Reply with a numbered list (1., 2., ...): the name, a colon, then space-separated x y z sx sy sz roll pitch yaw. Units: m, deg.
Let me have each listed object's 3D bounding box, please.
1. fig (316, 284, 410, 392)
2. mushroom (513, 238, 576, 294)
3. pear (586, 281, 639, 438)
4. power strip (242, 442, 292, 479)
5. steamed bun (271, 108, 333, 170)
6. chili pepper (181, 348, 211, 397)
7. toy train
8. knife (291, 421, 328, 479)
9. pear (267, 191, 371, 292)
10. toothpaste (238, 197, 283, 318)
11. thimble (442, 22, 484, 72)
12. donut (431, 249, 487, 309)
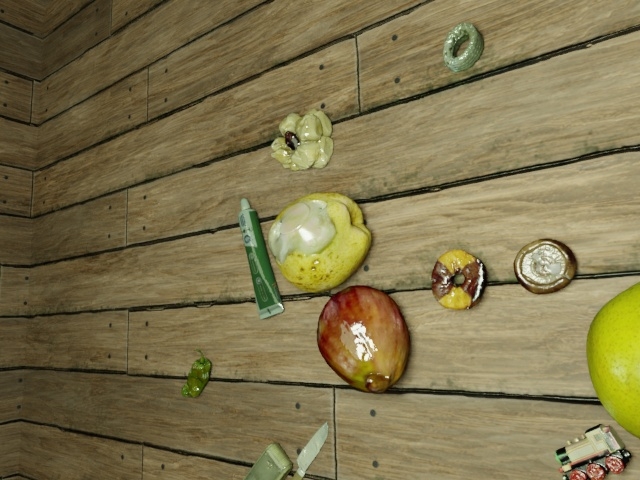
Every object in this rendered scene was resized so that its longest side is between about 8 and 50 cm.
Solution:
1. fig: 0.103 0.242 1.214 0.224 0.224 0.263 -36 68 28
2. mushroom: 0.473 0.056 1.054 0.123 0.052 0.123 -7 76 29
3. pear: 0.589 0.195 0.812 0.294 0.294 0.294 -6 81 36
4. power strip: -0.208 0.758 1.469 0.092 0.066 0.387 44 107 31
5. steamed bun: -0.056 -0.301 1.464 0.178 0.106 0.192 13 90 36
6. chili pepper: -0.397 0.436 1.646 0.072 0.073 0.204 36 118 16
7. toy train: 0.523 0.420 0.971 0.138 0.050 0.087 -41 57 27
8. knife: -0.050 0.624 1.393 0.047 0.017 0.297 41 109 40
9. pear: 0.000 0.000 1.315 0.271 0.271 0.271 -6 81 36
10. toothpaste: -0.195 0.046 1.554 0.099 0.061 0.392 -26 72 32
11. thimble: 0.343 -0.465 1.213 0.084 0.062 0.110 40 107 34
12. donut: 0.324 0.093 1.156 0.140 0.059 0.140 -5 82 36
